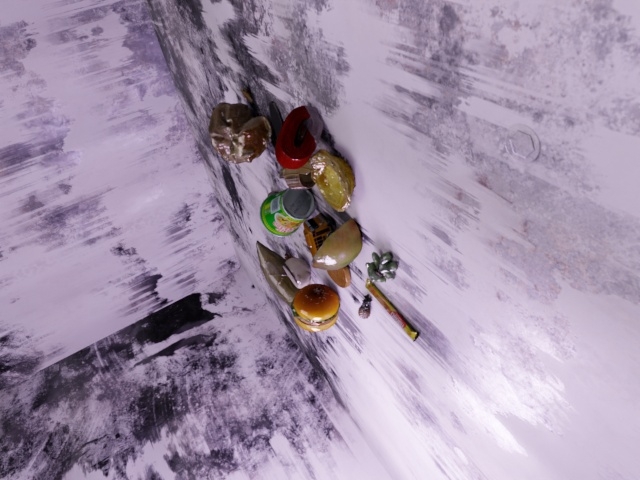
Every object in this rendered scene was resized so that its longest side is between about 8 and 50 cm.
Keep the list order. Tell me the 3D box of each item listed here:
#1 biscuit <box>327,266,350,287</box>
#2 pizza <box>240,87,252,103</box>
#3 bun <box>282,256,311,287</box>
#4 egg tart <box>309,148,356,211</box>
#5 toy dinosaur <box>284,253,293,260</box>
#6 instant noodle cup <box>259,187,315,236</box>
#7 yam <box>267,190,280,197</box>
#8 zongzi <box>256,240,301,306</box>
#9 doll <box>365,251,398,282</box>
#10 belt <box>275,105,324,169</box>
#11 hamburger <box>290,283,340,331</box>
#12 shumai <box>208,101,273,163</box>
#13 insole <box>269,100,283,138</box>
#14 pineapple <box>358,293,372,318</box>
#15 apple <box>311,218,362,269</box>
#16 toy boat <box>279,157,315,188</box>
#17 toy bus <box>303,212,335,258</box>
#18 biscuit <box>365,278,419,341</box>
[{"bbox_3d":[0.081,0.141,1.852,0.142,0.028,0.220,63,161,3],"label":"biscuit"},{"bbox_3d":[-0.316,-0.633,1.859,0.078,0.025,0.083,47,179,0],"label":"pizza"},{"bbox_3d":[-0.112,0.162,2.248,0.173,0.119,0.173,52,166,19],"label":"bun"},{"bbox_3d":[0.048,-0.202,1.382,0.213,0.090,0.213,52,161,27],"label":"egg tart"},{"bbox_3d":[-0.174,0.113,2.457,0.154,0.049,0.055,48,170,51],"label":"toy dinosaur"},{"bbox_3d":[-0.133,-0.138,1.809,0.207,0.207,0.232,63,155,-1],"label":"instant noodle cup"},{"bbox_3d":[-0.221,-0.175,2.146,0.079,0.079,0.141,47,154,38],"label":"yam"},{"bbox_3d":[-0.216,0.209,2.435,0.356,0.174,0.393,44,166,37],"label":"zongzi"},{"bbox_3d":[0.201,0.092,1.418,0.115,0.077,0.150,49,148,9],"label":"doll"},{"bbox_3d":[-0.074,-0.332,1.392,0.127,0.201,0.124,23,163,-10],"label":"belt"},{"bbox_3d":[-0.025,0.306,2.039,0.246,0.245,0.170,45,144,42],"label":"hamburger"},{"bbox_3d":[-0.304,-0.461,1.886,0.262,0.267,0.314,15,168,27],"label":"shumai"},{"bbox_3d":[-0.151,-0.413,1.737,0.110,0.012,0.310,24,138,60],"label":"insole"},{"bbox_3d":[0.187,0.264,1.727,0.058,0.058,0.124,49,143,35],"label":"pineapple"},{"bbox_3d":[0.058,0.047,1.557,0.120,0.193,0.265,47,156,13],"label":"apple"},{"bbox_3d":[-0.071,-0.250,1.601,0.310,0.089,0.116,14,100,60],"label":"toy boat"},{"bbox_3d":[0.000,0.000,1.728,0.098,0.114,0.201,51,161,52],"label":"toy bus"},{"bbox_3d":[0.256,0.249,1.547,0.292,0.026,0.048,49,137,35],"label":"biscuit"}]
